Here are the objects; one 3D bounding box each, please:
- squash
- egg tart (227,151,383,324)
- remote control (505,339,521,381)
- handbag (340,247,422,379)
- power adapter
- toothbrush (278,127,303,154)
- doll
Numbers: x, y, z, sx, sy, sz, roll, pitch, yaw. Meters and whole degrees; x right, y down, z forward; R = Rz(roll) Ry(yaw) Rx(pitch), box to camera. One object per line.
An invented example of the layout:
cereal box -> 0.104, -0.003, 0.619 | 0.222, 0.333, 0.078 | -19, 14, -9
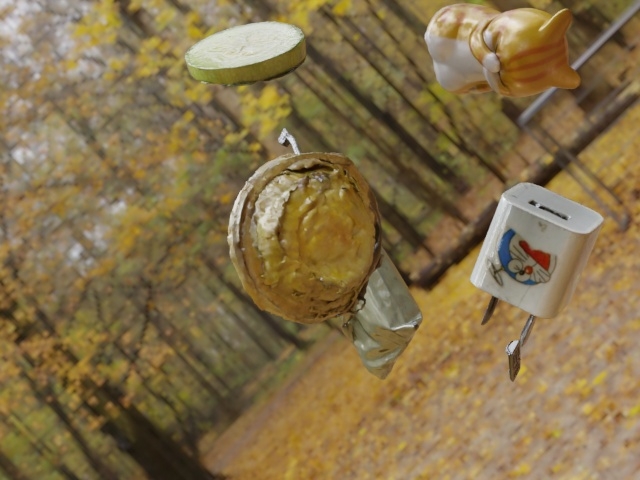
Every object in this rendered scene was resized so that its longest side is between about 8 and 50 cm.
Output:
squash -> -0.134, -0.338, 2.157 | 0.219, 0.219, 0.041 | -44, -44, -43
egg tart -> 0.000, 0.000, 1.825 | 0.291, 0.290, 0.107 | -44, 21, -29
remote control -> 0.294, 0.182, 1.849 | 0.034, 0.016, 0.091 | -58, -25, -27
handbag -> 0.065, 0.085, 2.222 | 0.109, 0.315, 0.253 | -24, -22, -23
power adapter -> 0.282, 0.044, 1.649 | 0.125, 0.130, 0.204 | -27, -42, -60
toothbrush -> -0.035, -0.152, 2.346 | 0.030, 0.030, 0.297 | -52, 28, 12
doll -> 0.305, -0.327, 2.092 | 0.162, 0.166, 0.270 | -38, 36, -21
